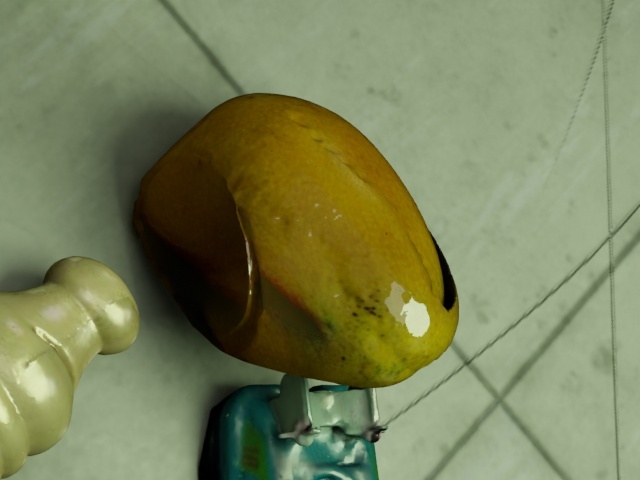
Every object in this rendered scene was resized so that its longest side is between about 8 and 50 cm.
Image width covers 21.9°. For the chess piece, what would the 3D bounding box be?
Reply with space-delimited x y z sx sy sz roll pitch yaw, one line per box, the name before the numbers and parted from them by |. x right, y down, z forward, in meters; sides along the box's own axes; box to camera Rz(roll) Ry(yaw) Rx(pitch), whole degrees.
chess piece | -0.239 0.101 1.003 0.139 0.124 0.307 32 51 26

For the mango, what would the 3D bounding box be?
mango | 0.000 0.000 1.111 0.166 0.136 0.236 -6 50 -40

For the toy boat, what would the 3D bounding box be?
toy boat | 0.003 0.238 1.100 0.134 0.092 0.299 1 75 -31
